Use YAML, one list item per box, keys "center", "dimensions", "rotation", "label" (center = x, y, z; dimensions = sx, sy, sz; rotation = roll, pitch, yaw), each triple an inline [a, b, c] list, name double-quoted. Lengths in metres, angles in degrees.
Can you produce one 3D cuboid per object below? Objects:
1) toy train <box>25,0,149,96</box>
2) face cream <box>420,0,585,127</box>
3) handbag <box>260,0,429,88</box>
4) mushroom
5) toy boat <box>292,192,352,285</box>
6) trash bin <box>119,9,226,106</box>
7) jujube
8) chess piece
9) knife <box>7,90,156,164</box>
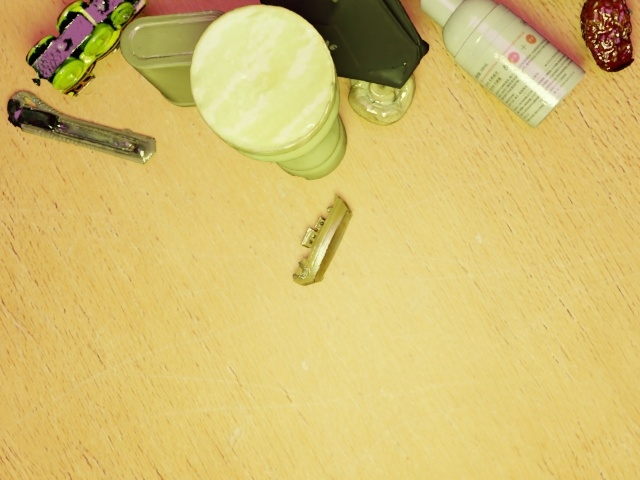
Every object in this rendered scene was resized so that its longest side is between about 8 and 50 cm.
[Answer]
- center: [-0.490, -0.436, 1.340]
  dimensions: [0.296, 0.160, 0.100]
  rotation: [-43, 94, 5]
  label: "toy train"
- center: [0.338, -0.398, 1.263]
  dimensions: [0.369, 0.145, 0.145]
  rotation: [43, 93, 6]
  label: "face cream"
- center: [0.018, -0.424, 1.167]
  dimensions: [0.342, 0.288, 0.152]
  rotation: [19, 71, 37]
  label: "handbag"
- center: [0.125, -0.309, 1.297]
  dimensions: [0.148, 0.112, 0.148]
  rotation: [1, 98, 5]
  label: "mushroom"
- center: [0.000, 0.000, 1.329]
  dimensions: [0.072, 0.064, 0.206]
  rotation: [25, 89, 24]
  label: "toy boat"
- center: [-0.247, -0.362, 1.269]
  dimensions: [0.243, 0.247, 0.121]
  rotation: [-4, 86, 7]
  label: "trash bin"
- center: [0.572, -0.420, 1.264]
  dimensions: [0.104, 0.104, 0.166]
  rotation: [-8, 89, 5]
  label: "jujube"
- center: [-0.058, -0.227, 1.146]
  dimensions: [0.234, 0.442, 0.234]
  rotation: [-1, 86, 8]
  label: "chess piece"
- center: [-0.535, -0.249, 1.396]
  dimensions: [0.365, 0.043, 0.089]
  rotation: [18, 91, 5]
  label: "knife"
